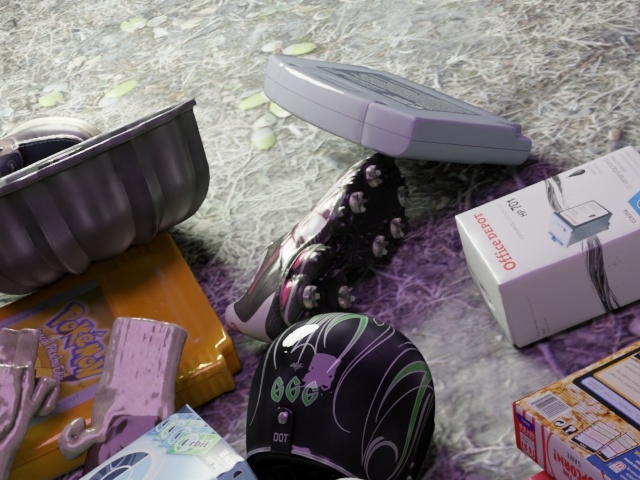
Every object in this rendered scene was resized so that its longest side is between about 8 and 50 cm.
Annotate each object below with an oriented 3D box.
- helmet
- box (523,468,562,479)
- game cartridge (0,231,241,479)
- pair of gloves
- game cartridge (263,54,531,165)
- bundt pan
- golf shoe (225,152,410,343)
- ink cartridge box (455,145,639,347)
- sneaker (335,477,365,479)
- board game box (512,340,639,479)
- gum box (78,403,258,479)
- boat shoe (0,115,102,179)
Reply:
[{"bbox_3d":[0.020,0.140,1.225,0.169,0.169,0.161,2,56,31],"label":"helmet"},{"bbox_3d":[0.187,0.277,0.947,0.128,0.123,0.257,-25,33,-8],"label":"box"},{"bbox_3d":[-0.263,0.128,1.487,0.323,0.053,0.285,-27,33,-8],"label":"game cartridge"},{"bbox_3d":[-0.242,0.172,1.341,0.240,0.042,0.204,-2,63,6],"label":"pair of gloves"},{"bbox_3d":[0.070,-0.147,1.616,0.198,0.062,0.297,-2,20,-33],"label":"game cartridge"},{"bbox_3d":[-0.264,-0.040,1.600,0.330,0.124,0.331,-24,8,4],"label":"bundt pan"},{"bbox_3d":[0.000,0.000,1.486,0.120,0.105,0.273,-4,35,37],"label":"golf shoe"},{"bbox_3d":[0.242,0.004,1.362,0.190,0.082,0.140,-21,32,-3],"label":"ink cartridge box"},{"bbox_3d":[0.074,0.291,0.919,0.236,0.130,0.323,-18,44,38],"label":"sneaker"},{"bbox_3d":[0.256,0.124,1.006,0.193,0.045,0.147,-22,33,-20],"label":"board game box"},{"bbox_3d":[-0.155,0.226,1.205,0.184,0.041,0.157,-34,21,-13],"label":"gum box"},{"bbox_3d":[-0.399,-0.082,1.834,0.285,0.103,0.092,-9,39,24],"label":"boat shoe"}]
